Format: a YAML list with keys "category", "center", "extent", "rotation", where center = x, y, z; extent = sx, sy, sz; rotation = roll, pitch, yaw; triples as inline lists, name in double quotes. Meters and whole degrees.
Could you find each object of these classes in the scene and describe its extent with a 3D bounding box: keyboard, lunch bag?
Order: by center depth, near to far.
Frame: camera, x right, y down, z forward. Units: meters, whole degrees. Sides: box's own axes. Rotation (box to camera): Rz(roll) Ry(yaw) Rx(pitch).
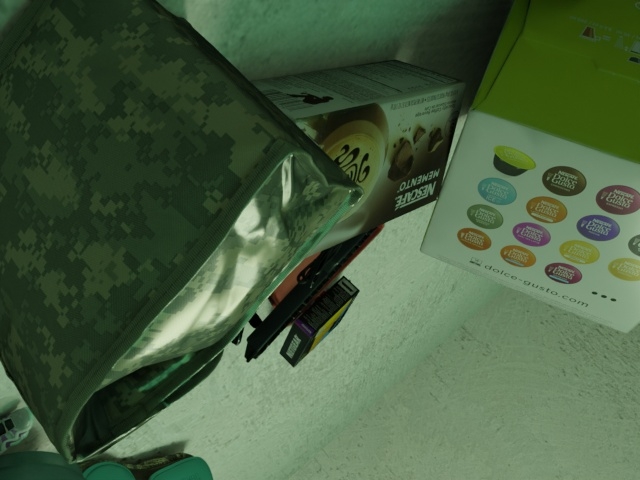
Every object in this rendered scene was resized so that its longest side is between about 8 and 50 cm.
- category: "lunch bag"
  center: [-0.153, -0.015, 0.470]
  extent: [0.287, 0.235, 0.169]
  rotation: [-48, 161, 9]
- category: "keyboard"
  center: [0.009, 0.041, 0.892]
  extent: [0.317, 0.033, 0.201]
  rotation: [-47, 171, -23]

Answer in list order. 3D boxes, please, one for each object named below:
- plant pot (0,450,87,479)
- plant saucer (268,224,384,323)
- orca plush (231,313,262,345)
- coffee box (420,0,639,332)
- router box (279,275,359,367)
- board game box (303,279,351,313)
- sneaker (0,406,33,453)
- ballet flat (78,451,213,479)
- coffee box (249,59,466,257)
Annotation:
- category: "plant pot"
  center: [-0.386, 0.399, 0.793]
  extent: [0.293, 0.196, 0.293]
  rotation: [-14, 136, -14]
- category: "plant saucer"
  center: [0.000, 0.000, 0.994]
  extent: [0.259, 0.048, 0.258]
  rotation: [-44, 159, -13]
- category: "orca plush"
  center: [-0.131, 0.105, 0.901]
  extent: [0.151, 0.102, 0.287]
  rotation: [-37, 157, -19]
- category: "coffee box"
  center: [0.378, -0.134, 0.901]
  extent: [0.334, 0.338, 0.338]
  rotation: [96, 18, -58]
- category: "router box"
  center: [-0.005, 0.154, 1.158]
  extent: [0.133, 0.046, 0.179]
  rotation: [-41, 167, -27]
- category: "board game box"
  center: [-0.008, 0.128, 1.257]
  extent: [0.133, 0.033, 0.168]
  rotation: [-32, 160, -41]
- category: "sneaker"
  center: [-0.403, 0.239, 0.754]
  extent: [0.098, 0.038, 0.069]
  rotation: [-43, 159, -3]
- category: "ballet flat"
  center: [-0.368, 0.493, 1.147]
  extent: [0.182, 0.164, 0.483]
  rotation: [-26, 161, 8]
- category: "coffee box"
  center: [0.029, -0.105, 0.732]
  extent: [0.297, 0.119, 0.168]
  rotation: [-22, 131, -42]
